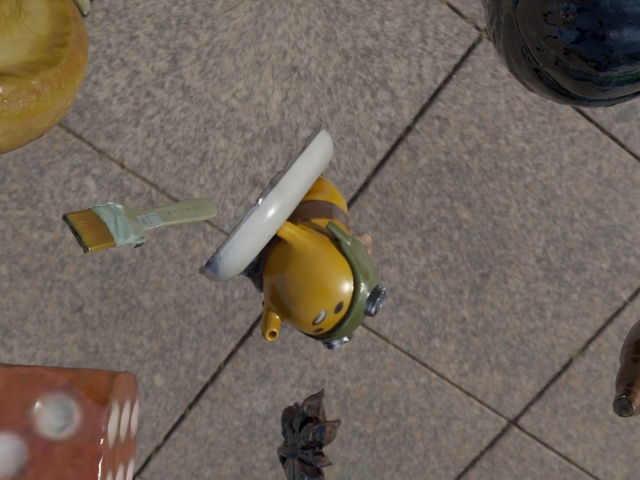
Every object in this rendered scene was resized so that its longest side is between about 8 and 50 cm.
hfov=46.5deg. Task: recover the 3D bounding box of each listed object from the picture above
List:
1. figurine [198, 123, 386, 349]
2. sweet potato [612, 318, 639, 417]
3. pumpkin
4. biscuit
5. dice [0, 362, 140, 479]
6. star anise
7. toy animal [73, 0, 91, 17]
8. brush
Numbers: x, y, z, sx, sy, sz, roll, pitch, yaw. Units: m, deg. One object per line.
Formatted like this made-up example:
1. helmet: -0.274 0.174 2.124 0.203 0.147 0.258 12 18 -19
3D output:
1. figurine: 0.000 0.000 0.675 0.141 0.250 0.166 38 117 -5
2. sweet potato: 0.350 0.117 0.795 0.057 0.265 0.057 10 108 34
3. pumpkin: 0.378 -0.370 1.043 0.266 0.363 0.363 -13 109 -4
4. biscuit: -0.325 -0.200 0.598 0.296 0.296 0.102 41 125 -15
5. dice: -0.276 0.207 0.717 0.179 0.175 0.173 6 77 -6
6. star anise: -0.033 0.406 1.399 0.081 0.230 0.262 3 130 -26
7. toy animal: -0.251 -0.355 0.729 0.169 0.121 0.233 41 133 -9
8. brush: -0.278 -0.038 1.231 0.020 0.337 0.085 -40 80 28
